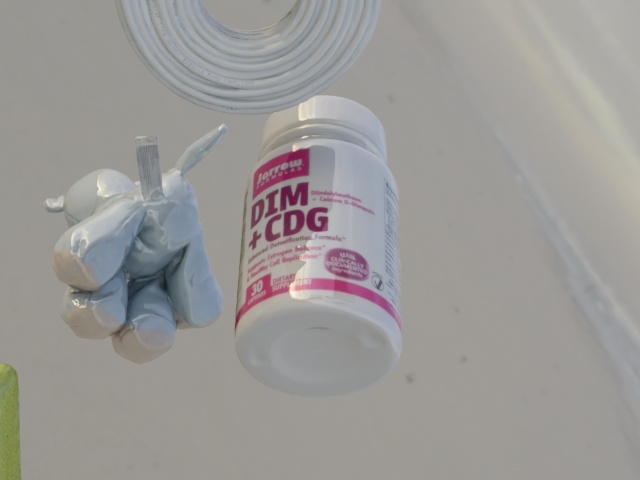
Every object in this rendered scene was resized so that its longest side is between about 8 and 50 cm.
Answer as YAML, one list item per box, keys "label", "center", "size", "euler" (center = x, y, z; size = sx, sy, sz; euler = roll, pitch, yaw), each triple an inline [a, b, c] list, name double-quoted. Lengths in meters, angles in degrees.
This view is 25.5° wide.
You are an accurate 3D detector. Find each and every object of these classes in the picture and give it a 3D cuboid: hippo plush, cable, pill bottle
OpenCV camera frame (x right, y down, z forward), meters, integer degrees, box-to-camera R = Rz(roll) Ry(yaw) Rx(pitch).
- label: "hippo plush"
  center: [-0.273, -0.006, 1.801]
  size: [0.237, 0.234, 0.294]
  euler: [18, -66, 49]
- label: "cable"
  center: [-0.066, -0.246, 1.325]
  size: [0.089, 0.257, 0.257]
  euler: [-102, 174, -69]
- label: "pill bottle"
  center: [0.000, 0.000, 1.419]
  size: [0.160, 0.160, 0.283]
  euler: [47, 32, -41]

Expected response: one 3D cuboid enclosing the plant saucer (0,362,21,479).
- label: "plant saucer"
  center: [-0.350, 0.195, 1.193]
  size: [0.045, 0.188, 0.188]
  euler: [-98, -170, -67]
